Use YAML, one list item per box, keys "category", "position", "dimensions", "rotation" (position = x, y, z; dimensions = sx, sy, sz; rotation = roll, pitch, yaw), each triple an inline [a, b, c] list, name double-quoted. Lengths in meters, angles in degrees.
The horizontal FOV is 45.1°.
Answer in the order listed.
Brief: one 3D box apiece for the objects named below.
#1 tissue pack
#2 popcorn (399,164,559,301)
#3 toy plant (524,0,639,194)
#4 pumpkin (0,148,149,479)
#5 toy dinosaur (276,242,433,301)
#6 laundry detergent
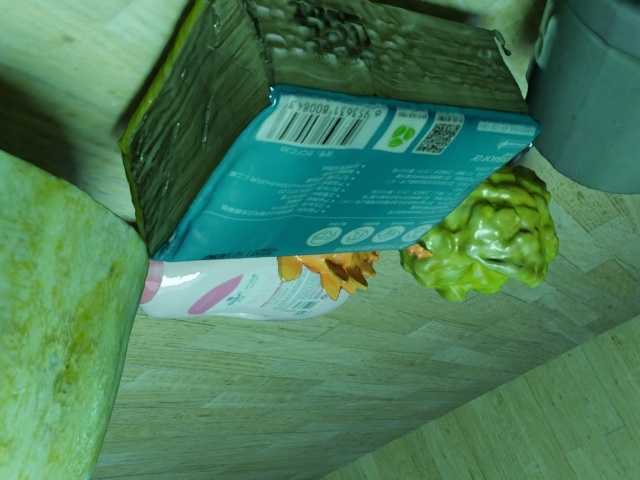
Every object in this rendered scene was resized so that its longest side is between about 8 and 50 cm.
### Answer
- category: "tissue pack"
  position: [0.008, -0.084, 0.588]
  dimensions: [0.271, 0.134, 0.192]
  rotation: [-1, 148, -41]
- category: "popcorn"
  position: [0.179, -0.014, 0.884]
  dimensions: [0.197, 0.155, 0.197]
  rotation: [-7, 169, -1]
- category: "toy plant"
  position: [0.249, -0.208, 0.508]
  dimensions: [0.279, 0.185, 0.400]
  rotation: [1, 144, -4]
- category: "pumpkin"
  position: [-0.277, 0.083, 0.479]
  dimensions: [0.332, 0.199, 0.332]
  rotation: [0, 150, 0]
- category: "toy dinosaur"
  position: [0.000, 0.000, 0.721]
  dimensions: [0.288, 0.117, 0.070]
  rotation: [25, 127, -28]
- category: "laundry detergent"
  position: [-0.107, 0.032, 0.788]
  dimensions: [0.335, 0.088, 0.159]
  rotation: [6, 144, -46]
